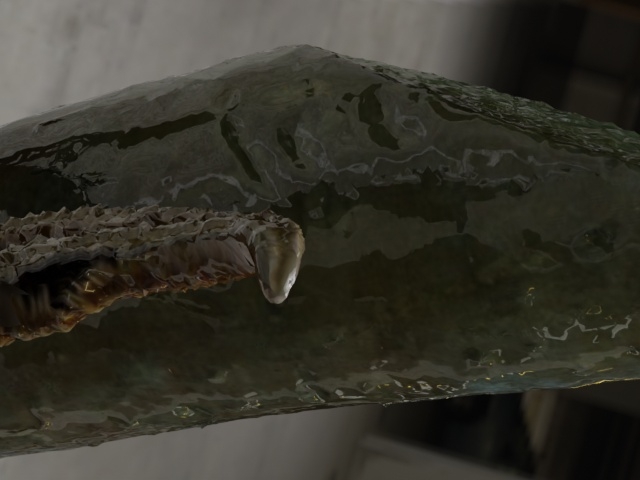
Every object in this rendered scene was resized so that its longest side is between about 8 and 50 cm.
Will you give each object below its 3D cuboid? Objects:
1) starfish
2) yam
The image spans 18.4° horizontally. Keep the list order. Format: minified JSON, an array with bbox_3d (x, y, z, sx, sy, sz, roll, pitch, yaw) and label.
[{"bbox_3d":[-0.100,0.010,0.431,0.238,0.213,0.057,-76,152,-68],"label":"starfish"},{"bbox_3d":[0.000,0.000,0.517,0.106,0.259,0.106,38,47,-56],"label":"yam"}]
